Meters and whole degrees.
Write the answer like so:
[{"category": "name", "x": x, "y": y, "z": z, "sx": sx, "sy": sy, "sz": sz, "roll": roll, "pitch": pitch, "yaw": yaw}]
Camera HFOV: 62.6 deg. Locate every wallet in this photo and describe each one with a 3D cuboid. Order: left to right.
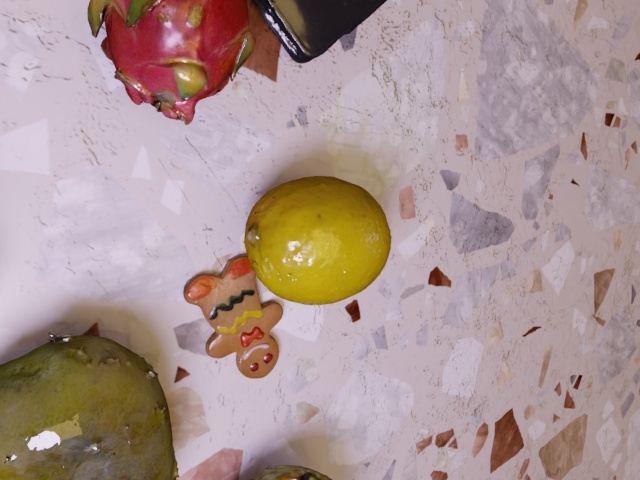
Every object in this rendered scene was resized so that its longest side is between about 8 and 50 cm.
[{"category": "wallet", "x": 0.045, "y": -0.498, "z": 0.951, "sx": 0.377, "sy": 0.051, "sz": 0.197, "roll": -47, "pitch": 118, "yaw": -17}]

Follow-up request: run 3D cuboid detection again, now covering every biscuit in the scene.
[{"category": "biscuit", "x": -0.142, "y": 0.155, "z": 0.980, "sx": 0.165, "sy": 0.036, "sz": 0.250, "roll": -28, "pitch": 114, "yaw": -24}]

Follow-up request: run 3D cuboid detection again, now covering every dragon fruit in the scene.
[{"category": "dragon fruit", "x": -0.208, "y": -0.299, "z": 0.746, "sx": 0.224, "sy": 0.224, "sz": 0.227, "roll": 32, "pitch": 85, "yaw": -33}]

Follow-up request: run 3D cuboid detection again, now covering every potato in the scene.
[{"category": "potato", "x": -0.338, "y": 0.301, "z": 0.783, "sx": 0.270, "sy": 0.219, "sz": 0.359, "roll": -33, "pitch": 123, "yaw": -12}]

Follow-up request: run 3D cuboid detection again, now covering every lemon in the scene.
[{"category": "lemon", "x": -0.004, "y": 0.001, "z": 0.920, "sx": 0.263, "sy": 0.236, "sz": 0.236, "roll": 15, "pitch": 92, "yaw": -17}]

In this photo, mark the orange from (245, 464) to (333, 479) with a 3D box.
[{"category": "orange", "x": -0.104, "y": 0.590, "z": 0.987, "sx": 0.271, "sy": 0.210, "sz": 0.368, "roll": 40, "pitch": 76, "yaw": -8}]
